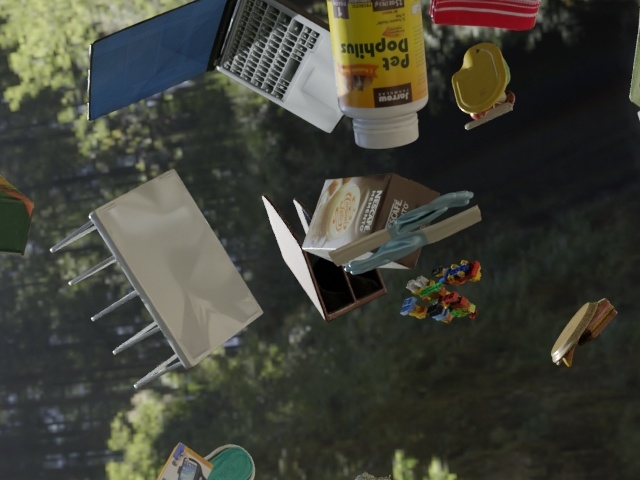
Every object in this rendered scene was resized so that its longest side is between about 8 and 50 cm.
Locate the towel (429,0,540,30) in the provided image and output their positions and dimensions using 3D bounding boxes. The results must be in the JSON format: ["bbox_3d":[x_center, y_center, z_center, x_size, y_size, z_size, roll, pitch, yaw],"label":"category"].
[{"bbox_3d":[0.306,-0.490,2.005,0.274,0.199,0.031,94,-178,-49],"label":"towel"}]

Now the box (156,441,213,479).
[{"bbox_3d":[-0.260,0.448,2.111,0.081,0.028,0.136,36,-146,-7],"label":"box"}]

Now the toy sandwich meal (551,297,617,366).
[{"bbox_3d":[0.273,0.098,1.180,0.085,0.029,0.085,-54,-5,-7],"label":"toy sandwich meal"}]

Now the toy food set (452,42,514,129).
[{"bbox_3d":[0.359,-0.320,2.423,0.071,0.128,0.217,30,-139,-40],"label":"toy food set"}]

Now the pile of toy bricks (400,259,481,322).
[{"bbox_3d":[0.252,0.118,2.179,0.105,0.212,0.118,31,-118,-19],"label":"pile of toy bricks"}]

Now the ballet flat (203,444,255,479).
[{"bbox_3d":[-0.303,0.541,2.248,0.400,0.139,0.139,-28,-64,-34],"label":"ballet flat"}]

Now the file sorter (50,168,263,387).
[{"bbox_3d":[-0.272,0.066,1.818,0.277,0.173,0.193,59,-141,-4],"label":"file sorter"}]

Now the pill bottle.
[{"bbox_3d":[0.075,-0.231,1.439,0.117,0.117,0.214,-65,-30,-66],"label":"pill bottle"}]

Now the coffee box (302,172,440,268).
[{"bbox_3d":[0.081,-0.032,1.939,0.246,0.098,0.141,-1,68,63],"label":"coffee box"}]

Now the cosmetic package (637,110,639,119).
[{"bbox_3d":[0.764,-0.183,2.345,0.224,0.138,0.224,-34,-75,-77],"label":"cosmetic package"}]

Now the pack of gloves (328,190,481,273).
[{"bbox_3d":[0.126,-0.023,1.725,0.195,0.232,0.046,50,-165,-72],"label":"pack of gloves"}]

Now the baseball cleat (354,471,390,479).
[{"bbox_3d":[0.140,0.419,1.696,0.072,0.206,0.109,33,-106,-76],"label":"baseball cleat"}]

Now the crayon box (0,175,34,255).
[{"bbox_3d":[-0.555,-0.060,1.443,0.319,0.202,0.081,5,-72,-40],"label":"crayon box"}]

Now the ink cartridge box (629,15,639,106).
[{"bbox_3d":[0.573,-0.332,1.877,0.171,0.056,0.235,11,-97,-57],"label":"ink cartridge box"}]

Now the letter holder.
[{"bbox_3d":[0.000,0.000,2.549,0.302,0.152,0.214,53,166,57],"label":"letter holder"}]

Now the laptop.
[{"bbox_3d":[-0.161,-0.259,1.955,0.236,0.408,0.382,-62,5,-16],"label":"laptop"}]
